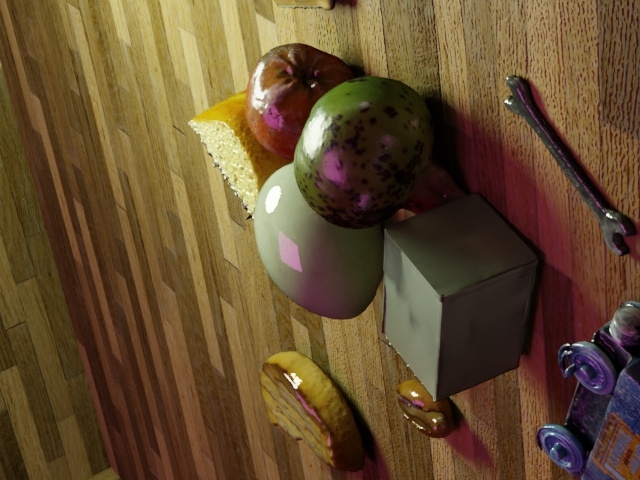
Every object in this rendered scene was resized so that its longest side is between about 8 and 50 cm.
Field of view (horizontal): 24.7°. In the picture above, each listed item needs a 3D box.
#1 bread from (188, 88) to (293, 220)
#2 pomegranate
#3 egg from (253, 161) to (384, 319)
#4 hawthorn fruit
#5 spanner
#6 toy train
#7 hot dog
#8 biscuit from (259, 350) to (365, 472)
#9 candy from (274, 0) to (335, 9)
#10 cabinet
[{"bbox_3d":[-0.098,-0.154,2.331,0.260,0.129,0.134,54,147,23],"label":"bread"},{"bbox_3d":[0.089,-0.100,1.944,0.248,0.214,0.214,27,156,-7],"label":"pomegranate"},{"bbox_3d":[0.000,0.000,2.190,0.253,0.186,0.186,68,157,1],"label":"egg"},{"bbox_3d":[-0.030,-0.192,2.098,0.173,0.173,0.173,47,151,37],"label":"hawthorn fruit"},{"bbox_3d":[0.288,-0.090,1.706,0.254,0.015,0.054,57,158,19],"label":"spanner"},{"bbox_3d":[0.371,0.213,1.696,0.202,0.131,0.300,43,150,28],"label":"toy train"},{"bbox_3d":[0.165,0.266,2.262,0.140,0.060,0.090,32,145,47],"label":"hot dog"},{"bbox_3d":[-0.017,0.301,2.645,0.274,0.091,0.213,35,146,52],"label":"biscuit"},{"bbox_3d":[-0.064,-0.442,2.020,0.143,0.101,0.271,10,128,56],"label":"candy"},{"bbox_3d":[0.180,0.076,1.925,0.145,0.150,0.206,52,154,39],"label":"cabinet"}]
